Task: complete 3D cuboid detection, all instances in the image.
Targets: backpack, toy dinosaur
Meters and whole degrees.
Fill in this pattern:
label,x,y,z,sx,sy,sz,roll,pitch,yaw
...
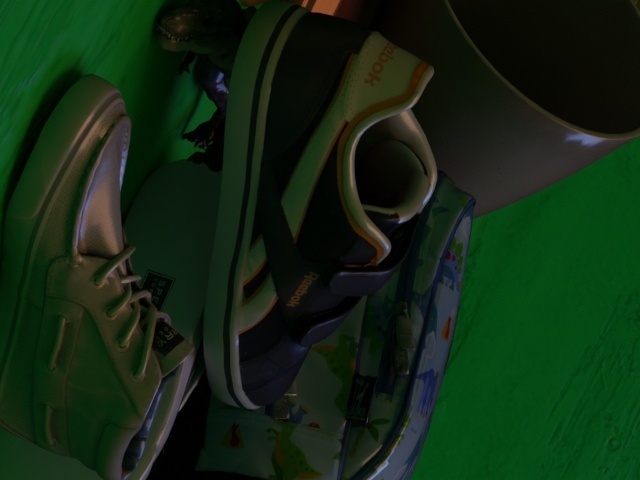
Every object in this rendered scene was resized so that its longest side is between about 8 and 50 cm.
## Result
label,x,y,z,sx,sy,sz,roll,pitch,yaw
backpack,-0.003,0.085,1.582,0.290,0.273,0.355,71,16,-72
toy dinosaur,-0.058,-0.111,1.346,0.268,0.064,0.118,-31,140,-77

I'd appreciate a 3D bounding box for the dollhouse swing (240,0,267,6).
label,x,y,z,sx,sy,sz,roll,pitch,yaw
dollhouse swing,0.009,-0.353,1.053,0.315,0.305,0.347,-21,171,4

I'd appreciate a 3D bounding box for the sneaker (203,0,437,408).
label,x,y,z,sx,sy,sz,roll,pitch,yaw
sneaker,0.000,0.000,1.304,0.126,0.127,0.321,-60,162,-47

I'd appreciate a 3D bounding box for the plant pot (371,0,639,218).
label,x,y,z,sx,sy,sz,roll,pitch,yaw
plant pot,0.116,-0.122,1.730,0.274,0.256,0.256,-42,-175,40

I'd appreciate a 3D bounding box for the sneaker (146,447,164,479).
label,x,y,z,sx,sy,sz,roll,pitch,yaw
sneaker,-0.188,0.219,1.490,0.262,0.099,0.121,-60,165,-64

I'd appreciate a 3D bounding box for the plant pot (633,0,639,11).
label,x,y,z,sx,sy,sz,roll,pitch,yaw
plant pot,0.256,-0.266,2.153,0.212,0.187,0.212,-58,169,-30

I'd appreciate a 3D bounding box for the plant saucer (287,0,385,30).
label,x,y,z,sx,sy,sz,roll,pitch,yaw
plant saucer,0.015,-0.190,1.568,0.200,0.037,0.200,-60,170,-19

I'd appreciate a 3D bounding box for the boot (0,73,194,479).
label,x,y,z,sx,sy,sz,roll,pitch,yaw
boot,-0.125,0.030,1.176,0.095,0.123,0.258,-50,164,-52

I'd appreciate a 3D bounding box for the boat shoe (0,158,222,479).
label,x,y,z,sx,sy,sz,roll,pitch,yaw
boat shoe,-0.136,0.088,1.364,0.102,0.108,0.301,86,26,-69
